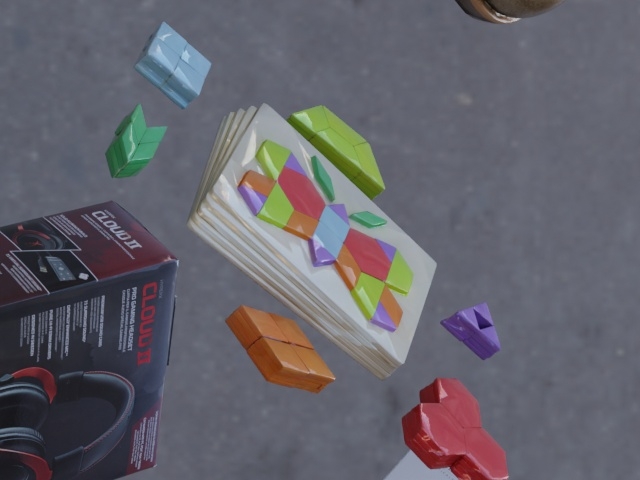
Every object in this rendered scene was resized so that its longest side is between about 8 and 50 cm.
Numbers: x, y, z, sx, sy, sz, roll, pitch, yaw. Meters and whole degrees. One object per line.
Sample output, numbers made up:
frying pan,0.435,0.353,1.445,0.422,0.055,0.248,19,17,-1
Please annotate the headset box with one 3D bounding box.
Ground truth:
headset box,-0.246,0.104,1.481,0.293,0.110,0.218,-15,128,-35

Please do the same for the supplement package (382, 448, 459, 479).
supplement package,0.072,0.286,1.652,0.179,0.105,0.105,-46,162,-30

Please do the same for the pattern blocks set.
pattern blocks set,0.000,0.000,1.195,0.325,0.026,0.285,34,32,-24

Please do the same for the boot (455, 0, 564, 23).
boot,0.159,-0.206,0.706,0.305,0.115,0.112,-56,145,0
